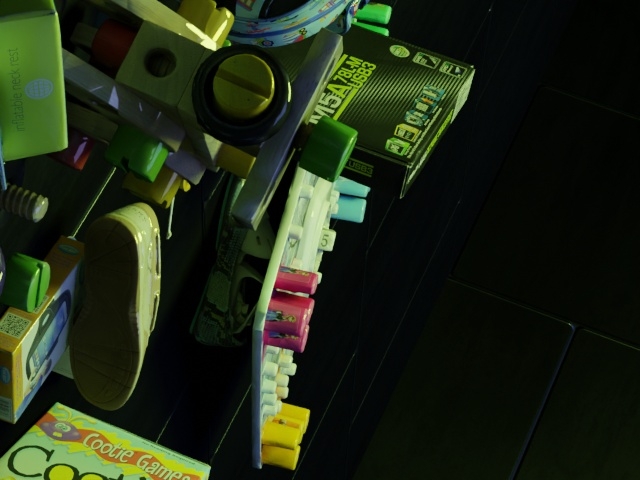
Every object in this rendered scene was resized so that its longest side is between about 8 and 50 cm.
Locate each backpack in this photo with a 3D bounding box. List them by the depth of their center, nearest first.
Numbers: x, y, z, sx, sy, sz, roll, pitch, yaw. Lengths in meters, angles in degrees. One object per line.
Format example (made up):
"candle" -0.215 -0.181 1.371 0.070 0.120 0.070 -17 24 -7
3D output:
"backpack" -0.034 -0.210 1.429 0.173 0.158 0.117 -61 159 -26

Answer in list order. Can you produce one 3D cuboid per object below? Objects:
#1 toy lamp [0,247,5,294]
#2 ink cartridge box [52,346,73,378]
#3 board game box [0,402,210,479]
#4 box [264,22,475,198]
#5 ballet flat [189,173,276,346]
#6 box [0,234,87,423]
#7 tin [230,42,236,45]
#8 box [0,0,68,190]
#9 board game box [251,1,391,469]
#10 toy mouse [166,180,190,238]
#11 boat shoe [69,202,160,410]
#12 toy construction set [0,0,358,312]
"toy lamp" -0.221 -0.028 1.081 0.274 0.080 0.080 91 22 -53
"ink cartridge box" -0.182 0.066 1.543 0.048 0.028 0.083 -13 123 -77
"board game box" -0.210 0.264 1.469 0.275 0.142 0.144 -49 157 -60
"box" 0.025 -0.130 1.779 0.190 0.184 0.045 -55 164 -50
"ballet flat" -0.074 0.020 1.881 0.070 0.070 0.188 -47 155 -62
"box" -0.204 0.060 1.435 0.081 0.028 0.136 98 19 -46
"tin" -0.064 -0.211 1.601 0.106 0.040 0.190 -65 169 -1
"box" -0.164 -0.128 1.009 0.109 0.042 0.178 94 -18 -54
"board game box" 0.000 0.000 2.025 0.390 0.050 0.390 94 10 -63
"toy mouse" -0.110 -0.102 1.577 0.143 0.031 0.161 85 27 -66
"boat shoe" -0.146 0.049 1.459 0.059 0.063 0.170 -44 151 -54
"toy construction set" -0.069 -0.115 1.225 0.257 0.237 0.309 94 19 -55
